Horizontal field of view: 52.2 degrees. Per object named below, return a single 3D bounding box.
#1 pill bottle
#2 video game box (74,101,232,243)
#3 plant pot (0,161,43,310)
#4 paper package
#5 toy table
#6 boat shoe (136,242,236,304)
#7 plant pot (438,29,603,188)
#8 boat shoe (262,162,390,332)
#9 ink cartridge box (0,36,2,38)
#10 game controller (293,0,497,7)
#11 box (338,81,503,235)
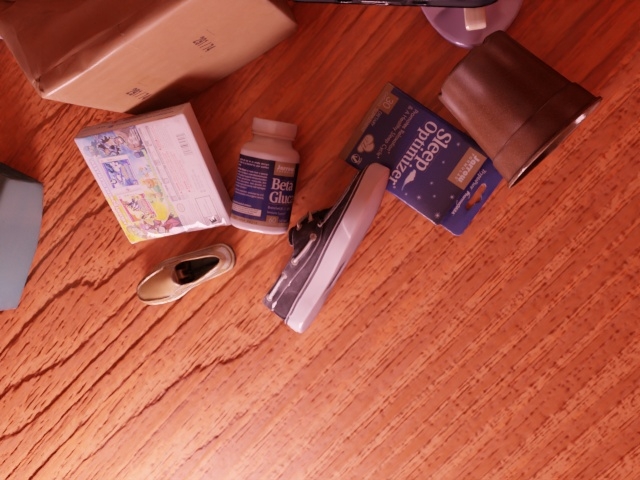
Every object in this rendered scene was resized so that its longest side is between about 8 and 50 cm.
[{"bbox_3d":[-0.083,-0.101,1.015,0.094,0.094,0.170,12,100,11],"label":"pill bottle"},{"bbox_3d":[-0.257,-0.101,1.037,0.187,0.048,0.205,-11,124,12],"label":"video game box"},{"bbox_3d":[-0.586,-0.017,1.112,0.165,0.165,0.234,26,94,8],"label":"plant pot"},{"bbox_3d":[-0.223,-0.318,0.900,0.309,0.325,0.168,-27,90,15],"label":"paper package"},{"bbox_3d":[0.196,-0.408,0.878,0.252,0.161,0.274,-17,94,15],"label":"toy table"},{"bbox_3d":[-0.234,0.056,1.082,0.190,0.072,0.068,-28,91,15],"label":"boat shoe"},{"bbox_3d":[0.262,-0.187,0.898,0.165,0.167,0.167,46,105,11],"label":"plant pot"},{"bbox_3d":[0.000,0.000,1.002,0.102,0.108,0.301,34,117,11],"label":"boat shoe"},{"bbox_3d":[-0.498,-0.377,1.096,0.122,0.052,0.089,13,100,13],"label":"ink cartridge box"},{"bbox_3d":[0.082,-0.378,0.804,0.319,0.067,0.167,7,115,13],"label":"game controller"},{"bbox_3d":[0.156,-0.121,0.990,0.225,0.036,0.136,35,103,5],"label":"box"}]
